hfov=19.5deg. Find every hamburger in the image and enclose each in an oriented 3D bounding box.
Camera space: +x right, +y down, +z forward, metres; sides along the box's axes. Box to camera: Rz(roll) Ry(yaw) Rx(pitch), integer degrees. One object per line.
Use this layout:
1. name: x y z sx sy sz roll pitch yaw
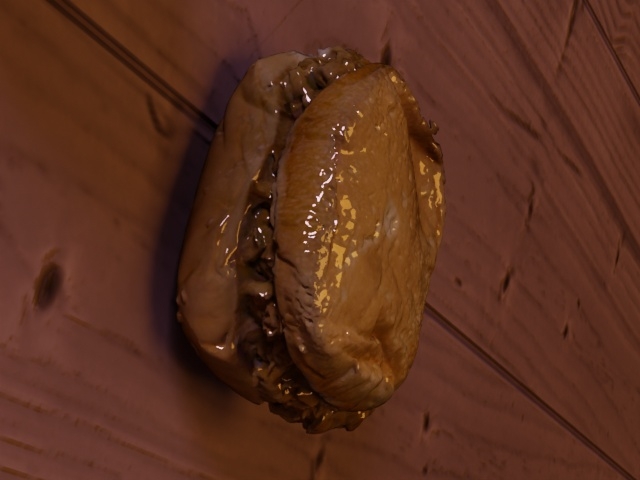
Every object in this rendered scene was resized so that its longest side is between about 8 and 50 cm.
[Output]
1. hamburger: 0.000 0.000 0.768 0.138 0.083 0.147 46 55 -58
